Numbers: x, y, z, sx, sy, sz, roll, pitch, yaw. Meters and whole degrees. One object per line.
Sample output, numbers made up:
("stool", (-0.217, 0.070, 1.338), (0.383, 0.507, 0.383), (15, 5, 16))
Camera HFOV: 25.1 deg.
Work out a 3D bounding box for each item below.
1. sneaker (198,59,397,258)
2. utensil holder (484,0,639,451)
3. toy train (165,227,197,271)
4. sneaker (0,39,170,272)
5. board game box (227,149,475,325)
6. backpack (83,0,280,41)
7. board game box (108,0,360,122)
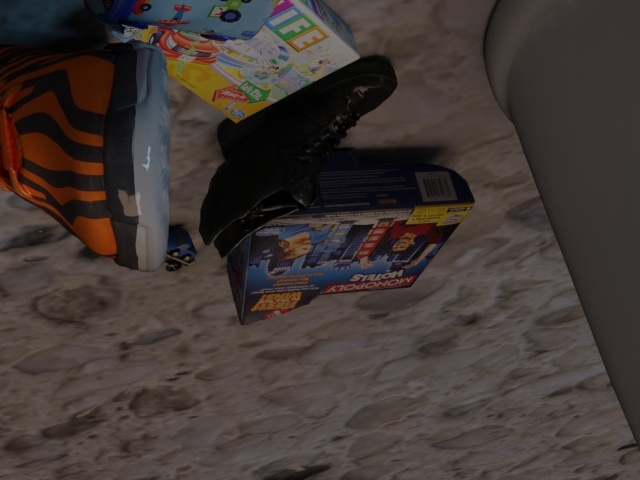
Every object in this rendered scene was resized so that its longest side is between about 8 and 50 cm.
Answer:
("sneaker", (-0.014, -0.059, 1.041), (0.170, 0.089, 0.051), (-22, 153, 13))
("utensil holder", (0.323, -0.019, 0.973), (0.327, 0.385, 0.327), (-14, 154, -7))
("toy train", (-0.147, -0.009, 1.141), (0.036, 0.027, 0.158), (-37, 148, 17))
("sneaker", (-0.184, -0.051, 0.794), (0.180, 0.125, 0.321), (-1, -173, -16))
("board game box", (0.000, 0.000, 1.200), (0.194, 0.060, 0.194), (-3, 153, -24))
("backpack", (-0.096, -0.185, 0.721), (0.173, 0.117, 0.158), (6, 146, -33))
("board game box", (-0.054, -0.137, 0.937), (0.103, 0.026, 0.154), (-26, 152, 19))
